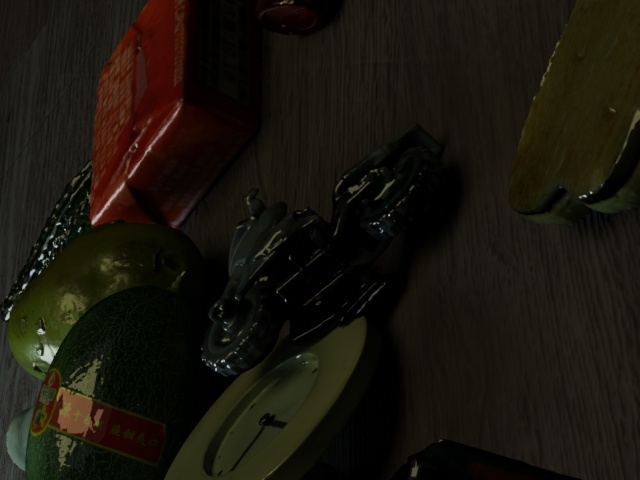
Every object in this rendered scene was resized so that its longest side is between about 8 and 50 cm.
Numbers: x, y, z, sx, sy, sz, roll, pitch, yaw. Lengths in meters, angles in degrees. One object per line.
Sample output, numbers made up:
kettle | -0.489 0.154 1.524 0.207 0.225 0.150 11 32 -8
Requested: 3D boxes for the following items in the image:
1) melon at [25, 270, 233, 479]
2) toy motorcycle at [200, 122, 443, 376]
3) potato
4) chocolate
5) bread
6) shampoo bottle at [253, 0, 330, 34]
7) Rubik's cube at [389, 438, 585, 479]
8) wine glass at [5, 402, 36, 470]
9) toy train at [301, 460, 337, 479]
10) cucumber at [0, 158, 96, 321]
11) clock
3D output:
melon | -0.173 0.163 1.747 0.182 0.182 0.288 -4 67 65
toy motorcycle | 0.000 0.000 1.575 0.270 0.106 0.159 -41 22 23
potato | -0.220 0.065 1.925 0.253 0.186 0.148 -30 85 37
chocolate | -0.154 -0.153 2.034 0.235 0.108 0.237 -50 30 42
bread | 0.218 -0.127 1.247 0.286 0.056 0.207 -67 20 11
shampoo bottle | -0.004 -0.338 1.884 0.102 0.064 0.260 -17 58 63
Rubik's cube | 0.111 0.283 0.944 0.248 0.250 0.246 -58 26 34
wine glass | -0.272 0.208 2.043 0.202 0.093 0.093 -22 53 59
toy train | -0.018 0.259 1.476 0.099 0.070 0.172 21 92 59
cucumber | -0.307 -0.001 2.297 0.265 0.077 0.077 -60 26 29
clock | -0.040 0.150 1.540 0.235 0.029 0.235 -41 17 15
